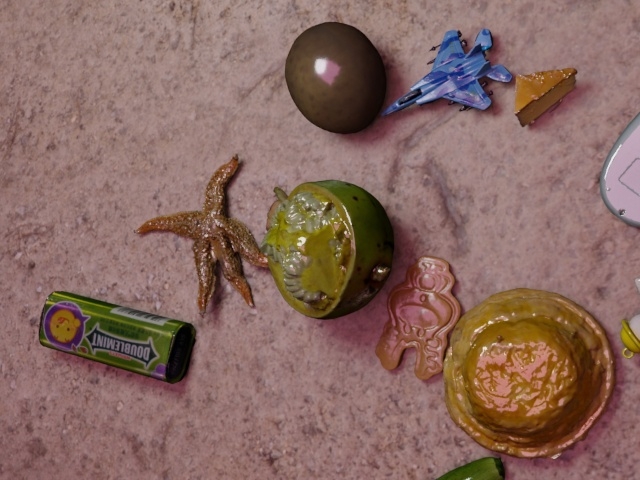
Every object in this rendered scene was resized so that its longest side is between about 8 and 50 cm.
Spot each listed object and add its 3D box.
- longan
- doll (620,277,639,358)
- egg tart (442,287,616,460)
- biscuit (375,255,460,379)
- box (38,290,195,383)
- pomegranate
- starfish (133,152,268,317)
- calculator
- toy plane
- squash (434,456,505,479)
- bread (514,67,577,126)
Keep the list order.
[{"bbox_3d":[0.030,-0.312,1.429,0.197,0.196,0.220,-27,82,17],"label":"longan"},{"bbox_3d":[0.582,0.117,1.268,0.129,0.081,0.207,39,103,25],"label":"doll"},{"bbox_3d":[0.360,0.240,1.320,0.319,0.128,0.318,0,89,18],"label":"egg tart"},{"bbox_3d":[0.193,0.147,1.436,0.144,0.040,0.236,14,95,15],"label":"biscuit"},{"bbox_3d":[-0.448,0.208,1.631,0.346,0.097,0.134,12,91,20],"label":"box"},{"bbox_3d":[0.000,0.000,1.415,0.260,0.260,0.341,-56,44,10],"label":"pomegranate"},{"bbox_3d":[-0.229,0.017,1.568,0.301,0.084,0.293,-32,76,12],"label":"starfish"},{"bbox_3d":[0.614,-0.154,1.286,0.184,0.042,0.295,42,102,17],"label":"calculator"},{"bbox_3d":[0.229,-0.295,1.417,0.246,0.078,0.169,-29,78,23],"label":"toy plane"},{"bbox_3d":[0.216,0.492,1.386,0.292,0.082,0.082,-37,76,15],"label":"squash"},{"bbox_3d":[0.409,-0.255,1.344,0.109,0.084,0.080,-4,73,21],"label":"bread"}]
